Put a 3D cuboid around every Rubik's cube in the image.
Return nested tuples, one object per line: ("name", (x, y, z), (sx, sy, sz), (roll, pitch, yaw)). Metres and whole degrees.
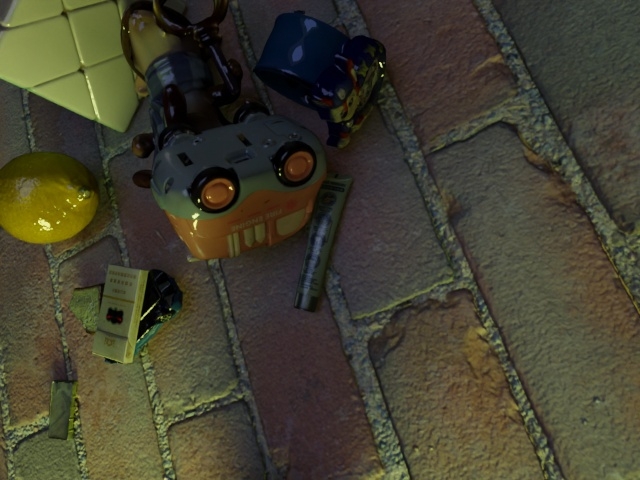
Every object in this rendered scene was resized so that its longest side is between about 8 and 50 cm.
("Rubik's cube", (-0.533, -0.453, 1.039), (0.316, 0.322, 0.319), (29, 94, 27))

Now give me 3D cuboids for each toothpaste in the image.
("toothpaste", (0.000, 0.000, 0.868), (0.062, 0.039, 0.239), (10, 83, 22))

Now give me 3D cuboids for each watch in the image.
("watch", (-0.008, -0.273, 0.842), (0.200, 0.196, 0.171), (26, 82, 19))

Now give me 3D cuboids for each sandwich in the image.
("sandwich", (-0.463, 0.142, 1.052), (0.093, 0.035, 0.105), (-15, 76, 21))

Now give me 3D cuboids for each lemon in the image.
("lemon", (-0.557, -0.087, 1.058), (0.244, 0.187, 0.187), (-12, 75, 20))

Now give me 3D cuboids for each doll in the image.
("doll", (-0.254, -0.280, 0.942), (0.318, 0.209, 0.340), (-28, 68, 14))

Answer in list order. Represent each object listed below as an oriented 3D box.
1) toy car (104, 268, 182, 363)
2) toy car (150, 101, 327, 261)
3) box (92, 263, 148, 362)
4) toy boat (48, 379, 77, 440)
("toy car", (-0.340, 0.149, 0.981), (0.216, 0.063, 0.103), (-45, 64, 17))
("toy car", (-0.123, -0.077, 0.832), (0.270, 0.212, 0.180), (-22, 44, -21))
("box", (-0.364, 0.130, 0.946), (0.090, 0.024, 0.167), (6, 85, 30))
("toy boat", (-0.522, 0.341, 1.053), (0.063, 0.016, 0.115), (-4, 79, 23))
